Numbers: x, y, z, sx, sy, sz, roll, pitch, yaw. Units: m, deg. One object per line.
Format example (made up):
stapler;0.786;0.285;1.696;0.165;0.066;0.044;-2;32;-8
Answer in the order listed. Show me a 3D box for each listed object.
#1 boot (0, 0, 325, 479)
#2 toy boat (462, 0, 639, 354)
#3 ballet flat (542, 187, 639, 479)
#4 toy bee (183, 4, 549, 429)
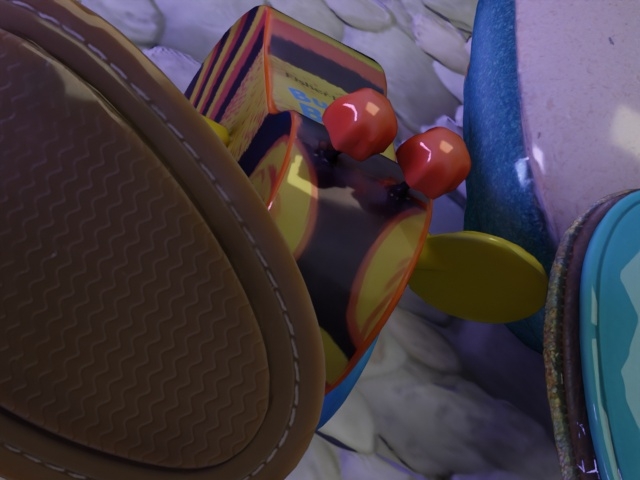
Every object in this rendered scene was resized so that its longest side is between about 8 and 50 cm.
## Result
boot;-0.132;-0.023;0.565;0.283;0.109;0.220;30;-7;-6
toy boat;0.084;-0.090;0.817;0.318;0.148;0.267;60;24;-24
ballet flat;0.157;0.146;0.650;0.123;0.123;0.349;2;52;-40
toy bee;0.000;0.000;0.655;0.195;0.162;0.298;13;40;-33
